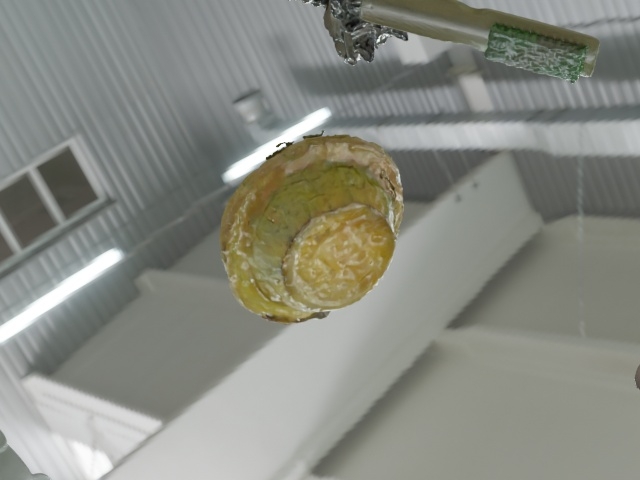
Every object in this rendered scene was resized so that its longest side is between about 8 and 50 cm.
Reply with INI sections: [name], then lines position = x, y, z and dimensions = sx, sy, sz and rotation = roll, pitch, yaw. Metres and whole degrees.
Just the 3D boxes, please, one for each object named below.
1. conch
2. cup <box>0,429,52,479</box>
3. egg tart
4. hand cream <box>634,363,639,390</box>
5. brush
[conch]
position = 0.022, -0.376, 1.603
dimensions = 0.186, 0.240, 0.313
rotation = -49, -133, 30
[cup]
position = -0.309, 0.288, 0.864
dimensions = 0.219, 0.289, 0.258
rotation = -58, -173, 27
[egg tart]
position = 0.000, 0.000, 1.530
dimensions = 0.288, 0.288, 0.118
rotation = -29, -138, -8
[hand cream]
position = 0.575, 0.256, 1.722
dimensions = 0.133, 0.248, 0.083
rotation = -51, -162, 14
[brush]
position = 0.176, -0.238, 1.335
dimensions = 0.282, 0.054, 0.048
rotation = 18, -140, 14
